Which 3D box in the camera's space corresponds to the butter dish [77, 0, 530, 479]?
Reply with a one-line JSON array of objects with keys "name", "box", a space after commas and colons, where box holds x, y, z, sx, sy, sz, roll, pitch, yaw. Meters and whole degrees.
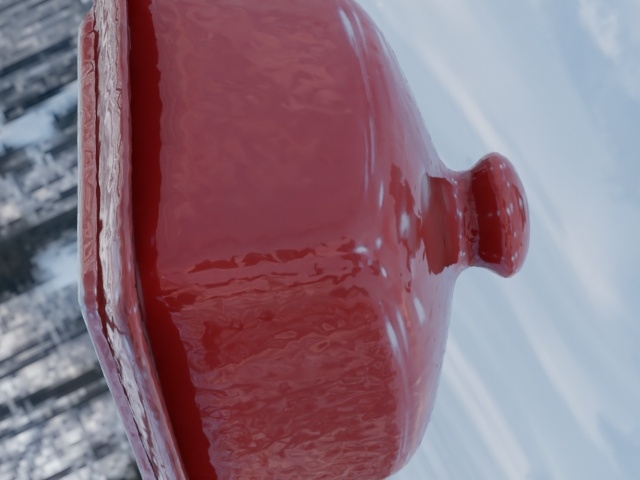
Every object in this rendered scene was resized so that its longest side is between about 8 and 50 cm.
[{"name": "butter dish", "box": [0.000, 0.000, 0.435, 0.160, 0.118, 0.160, 81, -179, -50]}]
